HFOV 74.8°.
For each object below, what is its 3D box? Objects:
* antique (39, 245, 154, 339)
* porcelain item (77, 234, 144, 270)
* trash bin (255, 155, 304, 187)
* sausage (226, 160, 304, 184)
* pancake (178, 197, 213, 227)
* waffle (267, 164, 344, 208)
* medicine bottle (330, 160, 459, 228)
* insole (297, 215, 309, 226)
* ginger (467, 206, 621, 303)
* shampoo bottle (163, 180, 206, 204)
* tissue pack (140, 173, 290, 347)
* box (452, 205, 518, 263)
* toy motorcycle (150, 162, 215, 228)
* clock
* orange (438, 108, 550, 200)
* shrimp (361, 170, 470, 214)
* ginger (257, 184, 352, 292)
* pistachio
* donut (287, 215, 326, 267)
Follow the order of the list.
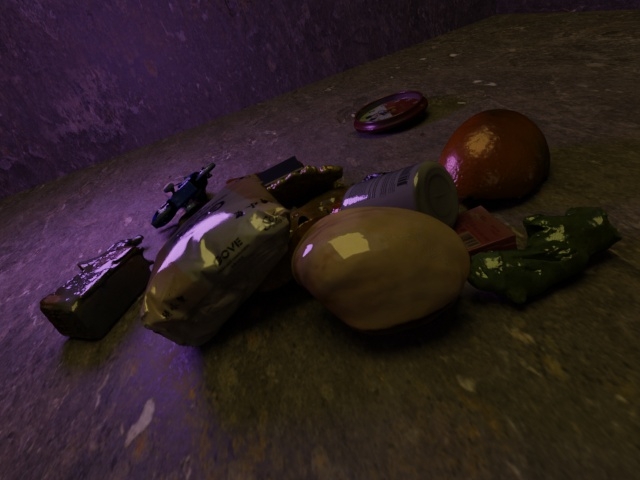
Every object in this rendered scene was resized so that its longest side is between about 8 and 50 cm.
[{"bbox_3d":[-0.584,0.128,1.147,0.150,0.125,0.284,0,36,28],"label":"antique"},{"bbox_3d":[-0.690,0.045,1.400,0.081,0.069,0.215,9,42,46],"label":"porcelain item"},{"bbox_3d":[-0.155,-0.177,1.409,0.225,0.115,0.165,-23,29,-3],"label":"trash bin"},{"bbox_3d":[-0.205,-0.224,1.549,0.302,0.076,0.103,-14,31,11],"label":"sausage"},{"bbox_3d":[-0.393,-0.100,1.483,0.241,0.050,0.242,-15,31,9],"label":"pancake"},{"bbox_3d":[-0.042,-0.150,1.212,0.291,0.051,0.291,-17,-11,-3],"label":"waffle"},{"bbox_3d":[0.154,-0.073,0.963,0.288,0.157,0.157,-11,27,48],"label":"medicine bottle"},{"bbox_3d":[0.000,0.000,0.998,0.002,0.152,0.053,-22,32,47],"label":"insole"},{"bbox_3d":[0.408,0.020,0.774,0.290,0.089,0.137,-34,67,-9],"label":"ginger"},{"bbox_3d":[-0.540,-0.190,1.688,0.256,0.078,0.127,17,44,41],"label":"shampoo bottle"},{"bbox_3d":[-0.232,0.027,0.971,0.375,0.195,0.390,-46,26,0],"label":"tissue pack"},{"bbox_3d":[0.333,-0.008,0.899,0.111,0.060,0.156,-21,31,3],"label":"box"},{"bbox_3d":[-0.493,-0.162,1.510,0.315,0.113,0.169,-47,14,-7],"label":"toy motorcycle"},{"bbox_3d":[0.293,-0.531,1.760,0.318,0.080,0.318,-17,33,12],"label":"clock"},{"bbox_3d":[0.453,-0.215,1.094,0.274,0.274,0.310,10,3,41],"label":"orange"},{"bbox_3d":[0.217,-0.103,1.123,0.233,0.071,0.365,-41,41,-24],"label":"shrimp"},{"bbox_3d":[-0.035,-0.037,1.104,0.348,0.122,0.363,-29,20,1],"label":"ginger"},{"bbox_3d":[0.103,0.054,0.775,0.321,0.229,0.238,3,78,13],"label":"pistachio"},{"bbox_3d":[0.008,0.025,0.938,0.162,0.178,0.065,-65,16,0],"label":"donut"}]
